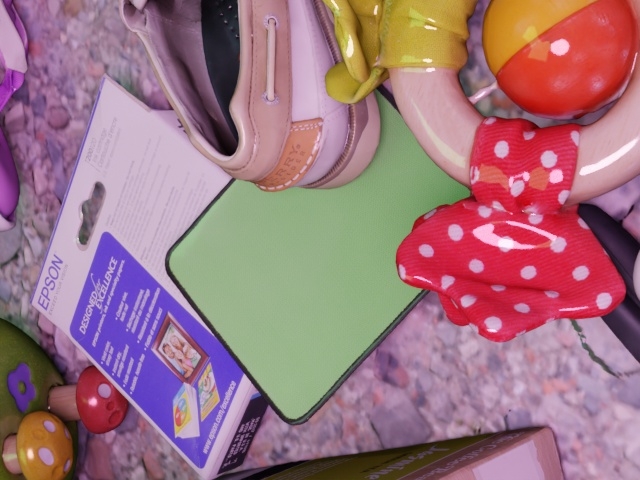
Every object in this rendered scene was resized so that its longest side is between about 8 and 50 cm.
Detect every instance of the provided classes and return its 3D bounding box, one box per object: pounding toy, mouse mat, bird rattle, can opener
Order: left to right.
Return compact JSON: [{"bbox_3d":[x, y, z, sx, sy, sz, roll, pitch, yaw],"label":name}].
[{"bbox_3d":[-0.218,0.121,1.141,0.110,0.237,0.183,-10,51,22],"label":"pounding toy"},{"bbox_3d":[0.000,0.000,0.983,0.190,0.007,0.152,-48,64,17],"label":"mouse mat"},{"bbox_3d":[0.100,-0.082,0.824,0.207,0.143,0.253,-35,66,12],"label":"bird rattle"},{"bbox_3d":[0.185,0.051,0.838,0.186,0.073,0.059,45,130,37],"label":"can opener"}]

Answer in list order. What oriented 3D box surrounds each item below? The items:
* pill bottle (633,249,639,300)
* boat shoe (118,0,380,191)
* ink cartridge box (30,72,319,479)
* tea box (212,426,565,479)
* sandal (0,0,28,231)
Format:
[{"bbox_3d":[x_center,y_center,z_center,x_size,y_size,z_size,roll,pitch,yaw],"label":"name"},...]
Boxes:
[{"bbox_3d":[0.279,0.070,0.687,0.278,0.162,0.162,52,130,20],"label":"pill bottle"},{"bbox_3d":[-0.067,-0.168,0.966,0.113,0.103,0.302,-42,65,35],"label":"boat shoe"},{"bbox_3d":[-0.100,0.022,1.100,0.208,0.045,0.206,40,124,26],"label":"ink cartridge box"},{"bbox_3d":[0.002,0.312,0.962,0.323,0.220,0.329,-15,91,44],"label":"tea box"},{"bbox_3d":[-0.268,-0.213,1.150,0.102,0.169,0.416,-17,89,3],"label":"sandal"}]
